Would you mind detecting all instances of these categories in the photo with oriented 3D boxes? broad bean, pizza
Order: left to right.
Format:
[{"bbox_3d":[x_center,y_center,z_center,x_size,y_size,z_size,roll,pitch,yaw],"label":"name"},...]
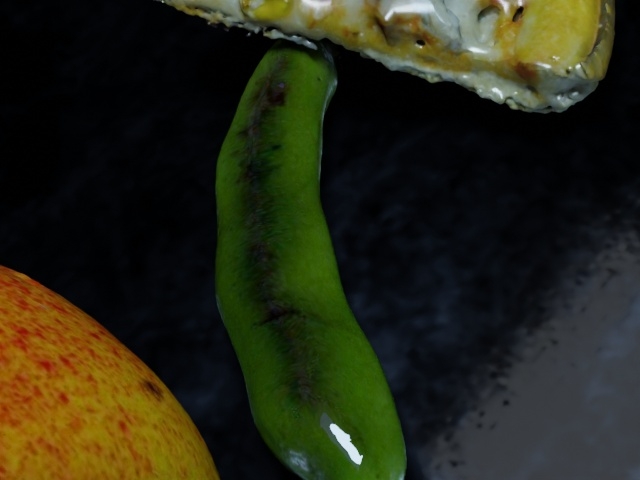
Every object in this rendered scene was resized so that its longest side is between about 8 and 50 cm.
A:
[{"bbox_3d":[-0.005,0.000,0.542,0.069,0.039,0.227,-9,50,11],"label":"broad bean"},{"bbox_3d":[0.021,-0.120,0.602,0.176,0.036,0.185,0,47,-4],"label":"pizza"}]

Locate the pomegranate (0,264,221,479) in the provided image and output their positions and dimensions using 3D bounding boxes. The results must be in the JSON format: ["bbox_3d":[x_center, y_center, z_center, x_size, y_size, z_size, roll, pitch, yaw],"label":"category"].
[{"bbox_3d":[-0.111,0.112,0.386,0.256,0.221,0.221,33,68,16],"label":"pomegranate"}]
